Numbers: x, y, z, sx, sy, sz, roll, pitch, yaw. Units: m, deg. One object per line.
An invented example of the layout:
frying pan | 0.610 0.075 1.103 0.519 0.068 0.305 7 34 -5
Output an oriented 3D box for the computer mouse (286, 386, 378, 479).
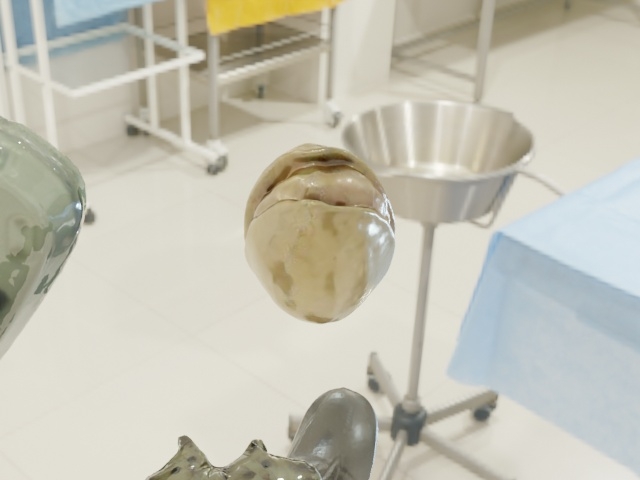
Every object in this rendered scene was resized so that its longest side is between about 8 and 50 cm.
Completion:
computer mouse | 0.011 0.358 1.499 0.137 0.086 0.270 25 71 -4

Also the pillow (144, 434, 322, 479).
pillow | -0.111 0.196 0.608 0.241 0.051 0.093 -32 77 -22

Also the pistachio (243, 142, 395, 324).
pistachio | 0.000 0.000 1.119 0.181 0.293 0.162 -5 55 1

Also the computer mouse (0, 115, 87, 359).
computer mouse | -0.301 0.022 0.670 0.197 0.331 0.095 29 33 -31
